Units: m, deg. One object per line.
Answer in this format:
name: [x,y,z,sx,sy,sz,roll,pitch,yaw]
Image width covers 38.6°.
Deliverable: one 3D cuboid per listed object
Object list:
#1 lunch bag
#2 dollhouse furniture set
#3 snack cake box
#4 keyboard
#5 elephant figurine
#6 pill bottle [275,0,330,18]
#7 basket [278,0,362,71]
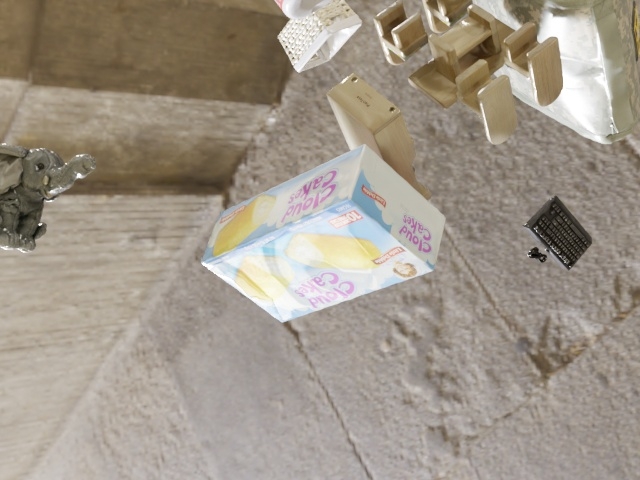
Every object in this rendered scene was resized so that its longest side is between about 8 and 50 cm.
lunch bag: [0.320,-0.287,1.192,0.287,0.169,0.235,61,178,46]
dollhouse furniture set: [0.150,-0.177,1.138,0.242,0.161,0.212,-38,51,-8]
snack cake box: [0.000,0.000,1.124,0.264,0.152,0.089,-23,38,41]
keyboard: [0.418,0.001,1.629,0.108,0.180,0.023,-46,44,7]
elephant figurine: [-0.539,-0.111,1.705,0.239,0.186,0.169,-56,9,11]
pill bottle: [-0.084,-0.602,1.838,0.283,0.161,0.161,53,130,10]
basket: [-0.005,-0.481,2.091,0.103,0.113,0.167,58,143,4]
